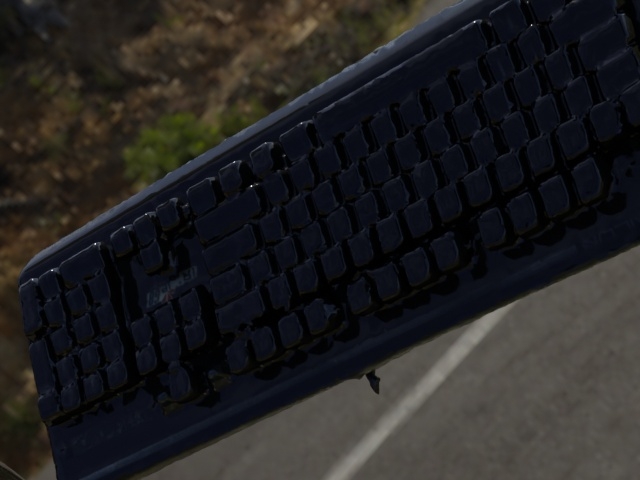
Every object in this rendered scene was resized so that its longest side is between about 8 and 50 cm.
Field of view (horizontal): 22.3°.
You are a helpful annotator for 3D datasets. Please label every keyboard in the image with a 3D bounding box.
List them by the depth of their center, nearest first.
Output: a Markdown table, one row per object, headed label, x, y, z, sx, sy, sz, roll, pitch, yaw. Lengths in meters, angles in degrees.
| label | x | y | z | sx | sy | sz | roll | pitch | yaw |
| --- | --- | --- | --- | --- | --- | --- | --- | --- | --- |
| keyboard | 0.000 | 0.000 | 0.466 | 0.230 | 0.025 | 0.094 | -29 | 66 | 27 |

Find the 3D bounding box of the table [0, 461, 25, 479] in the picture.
| label | x | y | z | sx | sy | sz | roll | pitch | yaw |
| --- | --- | --- | --- | --- | --- | --- | --- | --- | --- |
| table | -0.296 | 0.165 | 0.873 | 0.317 | 0.317 | 0.249 | -49 | 53 | -5 |
